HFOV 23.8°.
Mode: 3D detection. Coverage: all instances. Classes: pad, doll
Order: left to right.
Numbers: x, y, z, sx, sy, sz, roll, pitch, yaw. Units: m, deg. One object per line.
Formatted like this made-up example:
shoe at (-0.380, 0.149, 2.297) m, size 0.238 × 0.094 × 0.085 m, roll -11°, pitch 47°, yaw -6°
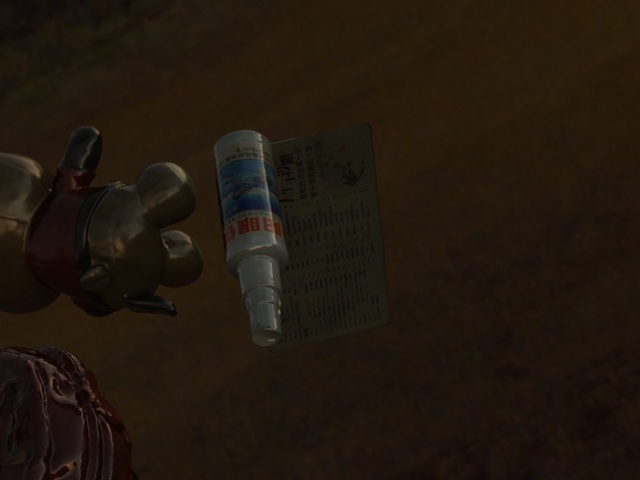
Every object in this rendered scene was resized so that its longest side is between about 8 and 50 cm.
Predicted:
doll at (-0.300, 0.001, 1.704) m, size 0.329 × 0.235 × 0.174 m, roll 5°, pitch 35°, yaw 19°
pad at (0.000, 0.000, 1.802) m, size 0.159 × 0.265 × 0.009 m, roll -13°, pitch 23°, yaw -15°

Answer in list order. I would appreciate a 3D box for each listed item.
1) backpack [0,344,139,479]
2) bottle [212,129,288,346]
backpack at (-0.207, 0.180, 1.066) m, size 0.138 × 0.229 × 0.229 m, roll 5°, pitch -3°, yaw -36°
bottle at (-0.059, -0.001, 1.362) m, size 0.060 × 0.060 × 0.217 m, roll -22°, pitch 52°, yaw 17°
